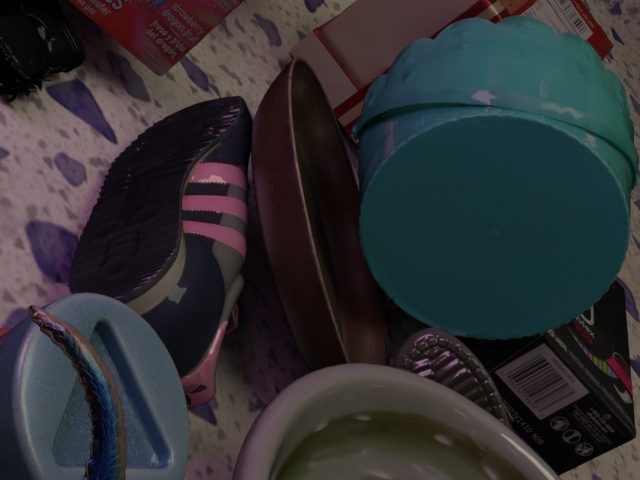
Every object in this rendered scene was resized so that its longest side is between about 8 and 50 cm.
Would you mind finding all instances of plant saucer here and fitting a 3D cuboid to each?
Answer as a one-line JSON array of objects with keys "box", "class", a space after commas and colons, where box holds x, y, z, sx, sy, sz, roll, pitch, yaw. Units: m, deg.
[{"box": [0.000, 0.000, 1.085, 0.310, 0.050, 0.311, -14, 90, -79], "class": "plant saucer"}, {"box": [0.079, 0.272, 0.831, 0.400, 0.100, 0.400, 32, 34, -25], "class": "plant saucer"}]

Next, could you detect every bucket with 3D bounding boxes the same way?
[{"box": [0.163, -0.056, 1.186, 0.281, 0.281, 0.183, 46, 28, -20], "class": "bucket"}]

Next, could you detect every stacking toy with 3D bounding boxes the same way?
[{"box": [-0.180, 0.111, 0.586, 0.309, 0.130, 0.280, 40, 44, -43], "class": "stacking toy"}]

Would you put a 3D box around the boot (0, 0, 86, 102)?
[{"box": [-0.243, -0.168, 0.983, 0.121, 0.045, 0.099, 55, 30, -3], "class": "boot"}]

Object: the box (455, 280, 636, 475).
[{"box": [0.227, 0.103, 1.346, 0.165, 0.143, 0.270, 47, 28, -19], "class": "box"}]

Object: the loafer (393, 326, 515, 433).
[{"box": [0.142, 0.194, 1.187, 0.251, 0.094, 0.087, 63, 1, -7], "class": "loafer"}]

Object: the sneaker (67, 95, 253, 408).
[{"box": [-0.104, 0.001, 0.985, 0.319, 0.112, 0.131, -74, 144, -55], "class": "sneaker"}]

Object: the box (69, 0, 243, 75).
[{"box": [-0.180, -0.264, 1.018, 0.128, 0.122, 0.257, 54, 9, 35], "class": "box"}]

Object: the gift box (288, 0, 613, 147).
[{"box": [0.153, -0.201, 1.427, 0.255, 0.258, 0.276, 56, 34, 0], "class": "gift box"}]

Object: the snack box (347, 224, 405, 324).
[{"box": [0.074, 0.021, 1.301, 0.100, 0.037, 0.141, 56, 27, 3], "class": "snack box"}]

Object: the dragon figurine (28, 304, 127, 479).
[{"box": [-0.123, 0.186, 0.564, 0.144, 0.085, 0.289, -26, 122, -42], "class": "dragon figurine"}]
